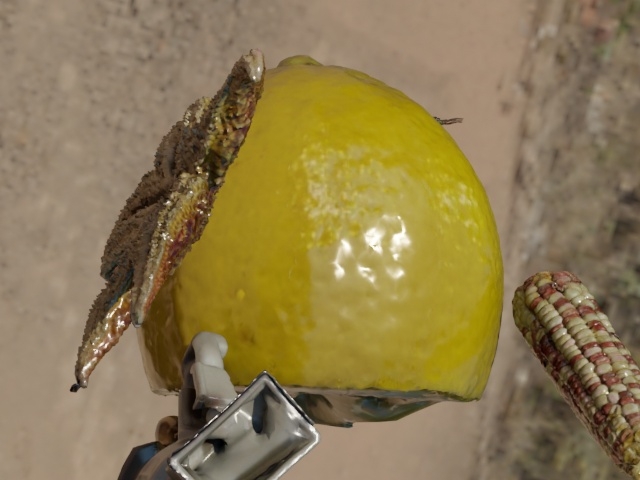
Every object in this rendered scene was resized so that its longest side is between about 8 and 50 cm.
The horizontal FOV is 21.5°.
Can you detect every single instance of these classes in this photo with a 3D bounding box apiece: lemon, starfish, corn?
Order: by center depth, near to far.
[{"bbox_3d":[-0.079,-0.024,0.944,0.240,0.043,0.227,-54,-164,47],"label":"starfish"},{"bbox_3d":[0.239,0.115,1.460,0.079,0.237,0.079,-11,128,-15],"label":"corn"},{"bbox_3d":[0.000,0.000,1.553,0.364,0.364,0.364,-48,148,-44],"label":"lemon"}]

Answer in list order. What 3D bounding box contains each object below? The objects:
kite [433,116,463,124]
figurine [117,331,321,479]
[{"bbox_3d":[0.023,-0.136,2.015,0.152,0.285,0.015,-19,106,-71],"label":"kite"},{"bbox_3d":[-0.091,0.218,1.335,0.308,0.143,0.308,-159,-90,-75],"label":"figurine"}]
